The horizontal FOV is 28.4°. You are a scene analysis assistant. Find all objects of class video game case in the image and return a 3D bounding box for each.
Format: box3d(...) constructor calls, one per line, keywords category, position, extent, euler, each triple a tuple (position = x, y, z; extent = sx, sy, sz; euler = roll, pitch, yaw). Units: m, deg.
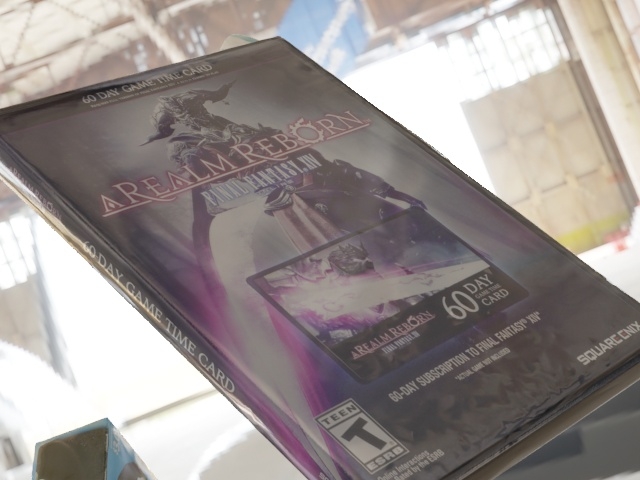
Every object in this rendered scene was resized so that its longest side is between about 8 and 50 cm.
box3d(category="video game case", position=(0.000, 0.000, 0.577), extent=(0.196, 0.274, 0.026), euler=(-23, -37, -41))

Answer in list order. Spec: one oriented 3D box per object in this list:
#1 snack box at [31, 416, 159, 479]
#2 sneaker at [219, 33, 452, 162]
box3d(category="snack box", position=(-0.111, 0.286, 0.751), extent=(0.060, 0.187, 0.322), euler=(-20, 40, 10))
box3d(category="sneaker", position=(-0.039, -0.063, 1.208), extent=(0.127, 0.319, 0.208), euler=(25, -81, -43))
